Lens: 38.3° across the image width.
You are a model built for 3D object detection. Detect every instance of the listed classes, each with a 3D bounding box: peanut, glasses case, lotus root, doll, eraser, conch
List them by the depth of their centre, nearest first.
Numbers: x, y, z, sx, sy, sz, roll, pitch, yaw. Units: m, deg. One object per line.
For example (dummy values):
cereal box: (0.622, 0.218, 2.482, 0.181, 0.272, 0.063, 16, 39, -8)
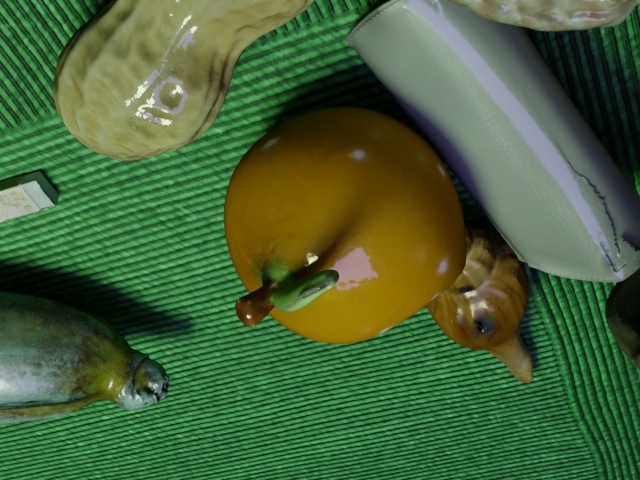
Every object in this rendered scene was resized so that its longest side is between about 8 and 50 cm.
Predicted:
peanut: (-0.096, -0.160, 0.684, 0.120, 0.136, 0.298, 0, 148, -50)
glasses case: (0.151, -0.092, 0.764, 0.308, 0.083, 0.128, 49, 151, -20)
doll: (0.000, 0.000, 0.767, 0.213, 0.236, 0.213, 20, 129, 28)
eraser: (-0.300, -0.041, 0.896, 0.083, 0.019, 0.038, -14, 132, 15)
conch: (0.172, 0.079, 0.951, 0.109, 0.093, 0.330, -20, 133, 12)
lotus root: (-0.321, 0.118, 0.979, 0.322, 0.140, 0.158, 1, 153, -7)

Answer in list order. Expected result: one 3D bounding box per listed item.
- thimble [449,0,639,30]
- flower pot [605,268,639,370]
thimble: (0.129, -0.256, 0.575, 0.229, 0.148, 0.196, 21, 131, -22)
flower pot: (0.393, 0.007, 0.746, 0.213, 0.302, 0.302, 22, 134, -3)
